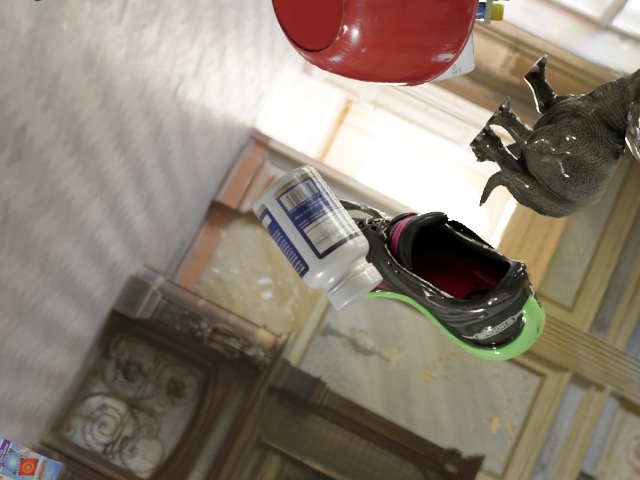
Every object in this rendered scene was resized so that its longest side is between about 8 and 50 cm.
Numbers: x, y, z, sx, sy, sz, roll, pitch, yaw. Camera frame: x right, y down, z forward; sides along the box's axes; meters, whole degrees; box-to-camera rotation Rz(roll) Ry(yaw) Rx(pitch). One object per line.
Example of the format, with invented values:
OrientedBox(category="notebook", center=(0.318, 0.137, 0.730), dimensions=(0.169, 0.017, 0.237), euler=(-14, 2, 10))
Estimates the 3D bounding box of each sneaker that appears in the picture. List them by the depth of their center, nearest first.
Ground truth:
OrientedBox(category="sneaker", center=(0.134, 0.012, 1.306), dimensions=(0.185, 0.483, 0.202), euler=(-51, 146, -30))

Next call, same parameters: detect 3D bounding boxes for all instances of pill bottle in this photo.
OrientedBox(category="pill bottle", center=(0.000, 0.000, 1.012), dimensions=(0.094, 0.169, 0.094), euler=(-34, 171, -6))

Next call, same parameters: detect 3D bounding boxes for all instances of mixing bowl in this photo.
OrientedBox(category="mixing bowl", center=(0.025, -0.200, 0.650), dimensions=(0.098, 0.181, 0.181), euler=(-25, 154, -35))

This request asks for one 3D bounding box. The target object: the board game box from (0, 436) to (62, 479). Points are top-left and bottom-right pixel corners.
OrientedBox(category="board game box", center=(-0.371, 0.313, 0.876), dimensions=(0.136, 0.035, 0.201), euler=(46, 50, -44))

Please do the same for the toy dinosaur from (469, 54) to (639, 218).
OrientedBox(category="toy dinosaur", center=(0.241, -0.082, 0.848), dimensions=(0.121, 0.160, 0.313), euler=(-47, 173, -38))

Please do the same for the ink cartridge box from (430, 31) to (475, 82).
OrientedBox(category="ink cartridge box", center=(0.119, -0.318, 0.996), dimensions=(0.158, 0.092, 0.217), euler=(39, 37, -74))

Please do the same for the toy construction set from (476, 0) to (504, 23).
OrientedBox(category="toy construction set", center=(0.289, -0.530, 1.372), dimensions=(0.215, 0.151, 0.327), euler=(-53, 165, -71))
